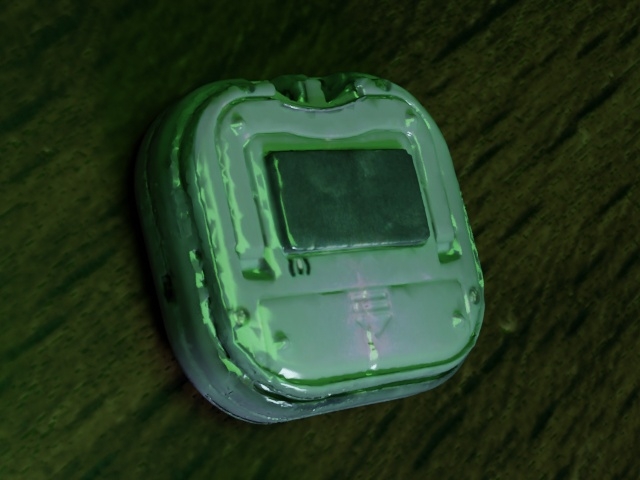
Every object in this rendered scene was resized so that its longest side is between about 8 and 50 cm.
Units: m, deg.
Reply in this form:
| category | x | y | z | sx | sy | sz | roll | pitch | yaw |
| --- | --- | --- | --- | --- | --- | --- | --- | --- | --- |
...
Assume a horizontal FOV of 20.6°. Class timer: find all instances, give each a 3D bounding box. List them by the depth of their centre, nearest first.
| category | x | y | z | sx | sy | sz | roll | pitch | yaw |
| --- | --- | --- | --- | --- | --- | --- | --- | --- | --- |
| timer | 0.000 | 0.000 | 0.987 | 0.208 | 0.069 | 0.190 | -8 | 81 | -39 |
